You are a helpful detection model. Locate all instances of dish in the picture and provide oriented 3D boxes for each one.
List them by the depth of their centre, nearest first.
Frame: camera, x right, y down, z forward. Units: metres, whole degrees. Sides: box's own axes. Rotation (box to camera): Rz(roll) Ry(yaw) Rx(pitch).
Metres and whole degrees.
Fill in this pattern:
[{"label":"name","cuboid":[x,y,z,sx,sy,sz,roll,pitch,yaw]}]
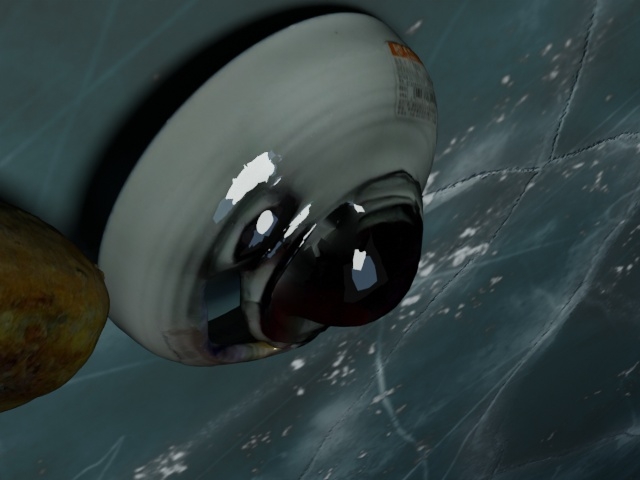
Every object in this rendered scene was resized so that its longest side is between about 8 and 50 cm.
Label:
[{"label":"dish","cuboid":[0.000,0.000,0.806,0.273,0.134,0.273,-35,152,-22]}]

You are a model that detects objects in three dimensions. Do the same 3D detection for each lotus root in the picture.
[{"label":"lotus root","cuboid":[-0.208,0.033,0.679,0.124,0.123,0.241,-39,152,14]}]
